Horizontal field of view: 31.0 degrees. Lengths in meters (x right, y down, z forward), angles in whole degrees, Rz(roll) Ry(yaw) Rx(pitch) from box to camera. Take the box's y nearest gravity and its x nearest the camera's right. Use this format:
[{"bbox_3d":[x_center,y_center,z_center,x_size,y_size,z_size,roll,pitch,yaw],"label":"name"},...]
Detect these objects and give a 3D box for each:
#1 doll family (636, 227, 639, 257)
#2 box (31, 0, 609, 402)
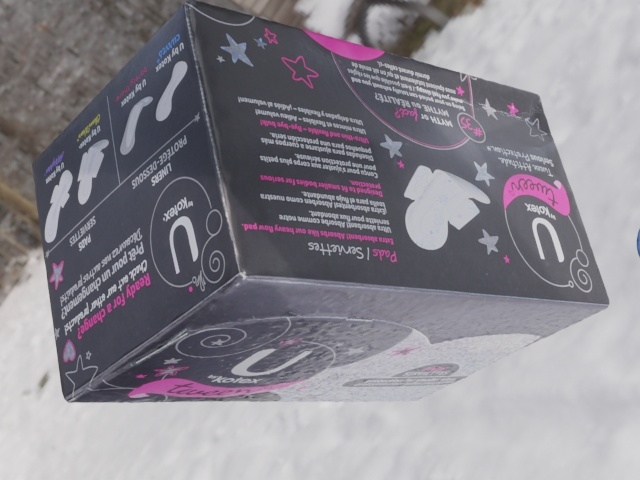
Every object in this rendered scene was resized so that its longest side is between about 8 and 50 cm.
[{"bbox_3d":[0.243,-0.022,0.352,0.263,0.118,0.163,-38,9,-19],"label":"doll family"},{"bbox_3d":[0.000,0.000,0.609,0.163,0.247,0.142,-35,58,42],"label":"box"}]
